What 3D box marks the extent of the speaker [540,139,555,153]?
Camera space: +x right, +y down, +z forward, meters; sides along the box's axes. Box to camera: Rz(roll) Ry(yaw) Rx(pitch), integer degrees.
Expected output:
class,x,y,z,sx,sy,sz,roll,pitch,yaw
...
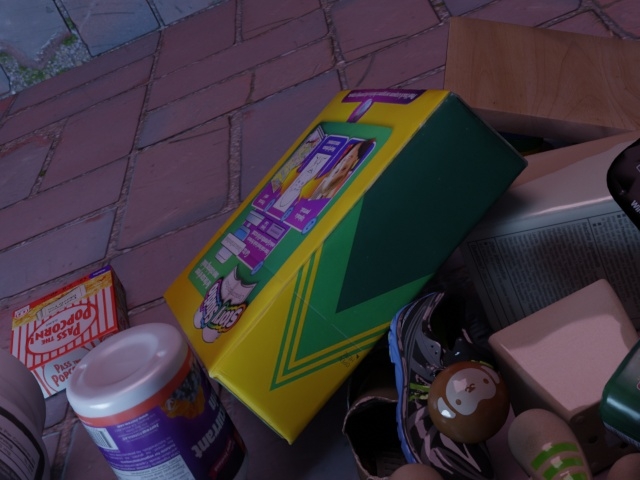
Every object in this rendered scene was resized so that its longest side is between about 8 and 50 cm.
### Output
class,x,y,z,sx,sy,sz,roll,pitch,yaw
speaker,0.232,-0.058,1.222,0.055,0.055,0.136,-12,30,25

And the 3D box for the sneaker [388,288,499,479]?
class,x,y,z,sx,sy,sz,roll,pitch,yaw
sneaker,0.101,0.117,0.846,0.078,0.067,0.188,-44,42,37

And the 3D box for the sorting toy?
class,x,y,z,sx,sy,sz,roll,pitch,yaw
sorting toy,0.261,-0.149,1.224,0.256,0.089,0.257,9,32,3

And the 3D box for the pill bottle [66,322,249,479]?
class,x,y,z,sx,sy,sz,roll,pitch,yaw
pill bottle,-0.127,0.176,0.944,0.108,0.193,0.108,-20,27,11

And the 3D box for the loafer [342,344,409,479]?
class,x,y,z,sx,sy,sz,roll,pitch,yaw
loafer,0.069,0.155,0.931,0.094,0.087,0.251,-23,26,5

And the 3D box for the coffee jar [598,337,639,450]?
class,x,y,z,sx,sy,sz,roll,pitch,yaw
coffee jar,0.275,0.126,0.688,0.184,0.079,0.096,34,80,36

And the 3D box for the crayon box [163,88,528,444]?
class,x,y,z,sx,sy,sz,roll,pitch,yaw
crayon box,0.000,0.000,1.078,0.313,0.106,0.363,-50,16,-3

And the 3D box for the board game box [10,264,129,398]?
class,x,y,z,sx,sy,sz,roll,pitch,yaw
board game box,-0.317,0.117,1.390,0.147,0.045,0.193,-27,26,-2

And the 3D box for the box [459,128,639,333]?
class,x,y,z,sx,sy,sz,roll,pitch,yaw
box,0.294,-0.013,0.983,0.311,0.148,0.121,-11,29,23

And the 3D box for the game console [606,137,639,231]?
class,x,y,z,sx,sy,sz,roll,pitch,yaw
game console,0.325,0.049,0.786,0.213,0.044,0.361,-32,53,3

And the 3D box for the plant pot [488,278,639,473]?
class,x,y,z,sx,sy,sz,roll,pitch,yaw
plant pot,0.212,0.116,0.867,0.109,0.109,0.096,-27,36,-3

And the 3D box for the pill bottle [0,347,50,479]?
class,x,y,z,sx,sy,sz,roll,pitch,yaw
pill bottle,-0.359,0.254,0.988,0.210,0.210,0.363,-22,26,6

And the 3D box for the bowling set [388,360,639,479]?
class,x,y,z,sx,sy,sz,roll,pitch,yaw
bowling set,0.118,0.194,0.706,0.287,0.199,0.154,-29,29,1
